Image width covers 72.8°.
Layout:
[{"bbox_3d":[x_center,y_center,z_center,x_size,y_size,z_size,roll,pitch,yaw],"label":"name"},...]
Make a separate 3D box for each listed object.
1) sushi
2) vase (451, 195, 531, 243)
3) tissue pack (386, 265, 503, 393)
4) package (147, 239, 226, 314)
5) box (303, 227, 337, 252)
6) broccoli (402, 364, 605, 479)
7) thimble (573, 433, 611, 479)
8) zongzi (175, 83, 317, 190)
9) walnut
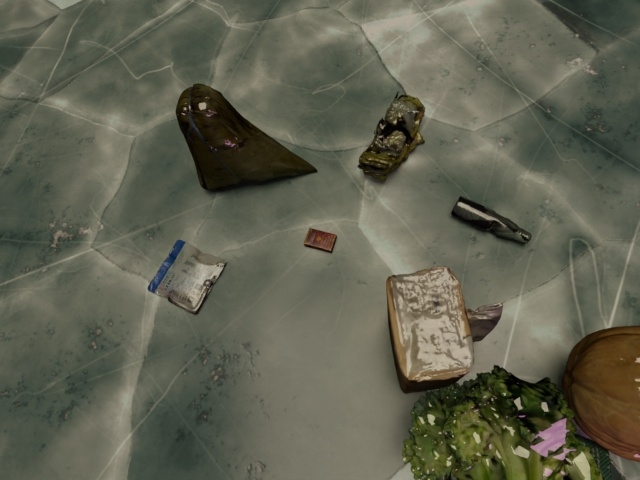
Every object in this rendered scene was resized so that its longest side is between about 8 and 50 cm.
[{"bbox_3d":[0.224,-0.304,1.265,0.139,0.131,0.291,24,64,17],"label":"sushi"},{"bbox_3d":[0.459,-0.050,1.163,0.211,0.060,0.060,29,73,18],"label":"vase"},{"bbox_3d":[0.264,0.203,0.944,0.238,0.305,0.238,-4,66,8],"label":"tissue pack"},{"bbox_3d":[-0.376,0.098,1.219,0.173,0.027,0.171,23,75,16],"label":"package"},{"bbox_3d":[0.000,0.000,1.217,0.082,0.023,0.051,15,69,13],"label":"box"},{"bbox_3d":[0.326,0.396,0.771,0.277,0.317,0.338,-20,74,31],"label":"broccoli"},{"bbox_3d":[0.531,0.474,0.899,0.090,0.118,0.135,19,71,13],"label":"thimble"},{"bbox_3d":[-0.194,-0.283,1.207,0.360,0.323,0.160,0,59,3],"label":"zongzi"},{"bbox_3d":[0.662,0.304,0.868,0.313,0.277,0.252,8,59,12],"label":"walnut"}]
